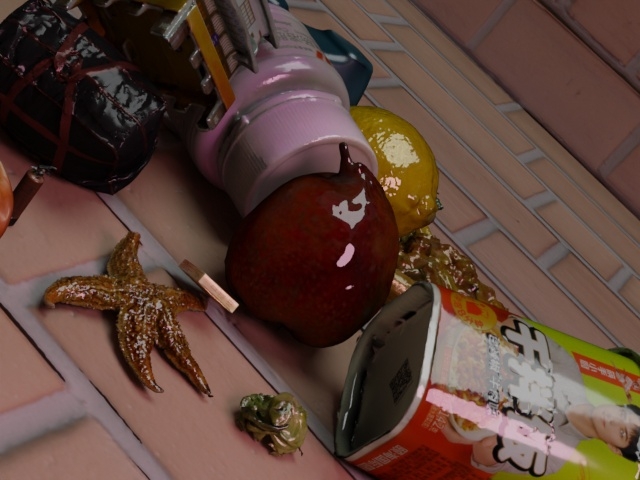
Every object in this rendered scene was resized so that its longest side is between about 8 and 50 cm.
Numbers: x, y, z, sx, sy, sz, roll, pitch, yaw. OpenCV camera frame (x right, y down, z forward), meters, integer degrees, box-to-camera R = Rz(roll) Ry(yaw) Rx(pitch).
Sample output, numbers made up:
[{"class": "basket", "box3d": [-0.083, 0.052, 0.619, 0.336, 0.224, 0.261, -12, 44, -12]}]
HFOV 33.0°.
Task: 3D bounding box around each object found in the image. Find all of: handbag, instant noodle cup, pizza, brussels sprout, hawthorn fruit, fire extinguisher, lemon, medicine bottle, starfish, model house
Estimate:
[{"class": "handbag", "box3d": [-0.289, -0.164, 1.258, 0.215, 0.169, 0.155, 37, 66, 0]}, {"class": "instant noodle cup", "box3d": [0.199, 0.208, 1.267, 0.307, 0.294, 0.294, 26, 26, -16]}, {"class": "pizza", "box3d": [0.208, 0.101, 1.707, 0.268, 0.087, 0.258, 43, 26, -1]}, {"class": "brussels sprout", "box3d": [-0.050, 0.191, 1.168, 0.085, 0.058, 0.085, 18, 29, -10]}, {"class": "hawthorn fruit", "box3d": [0.000, 0.000, 1.332, 0.208, 0.248, 0.208, 22, 16, -7]}, {"class": "fire extinguisher", "box3d": [-0.312, -0.051, 1.149, 0.028, 0.083, 0.022, 24, 27, -37]}, {"class": "lemon", "box3d": [0.079, -0.106, 1.721, 0.260, 0.204, 0.204, 38, 21, 19]}, {"class": "medicine bottle", "box3d": [-0.072, -0.164, 1.525, 0.241, 0.241, 0.302, 16, 34, -46]}, {"class": "starfish", "box3d": [-0.196, 0.074, 1.166, 0.240, 0.043, 0.227, 9, 38, -48]}, {"class": "model house", "box3d": [-0.175, -0.285, 1.349, 0.198, 0.215, 0.224, 21, -25, 27]}]

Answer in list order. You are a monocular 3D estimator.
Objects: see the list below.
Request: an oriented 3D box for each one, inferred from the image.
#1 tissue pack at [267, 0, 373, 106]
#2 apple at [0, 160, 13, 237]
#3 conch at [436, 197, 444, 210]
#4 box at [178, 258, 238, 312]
[{"class": "tissue pack", "box3d": [-0.076, -0.296, 1.827, 0.287, 0.206, 0.198, 32, 15, -25]}, {"class": "apple", "box3d": [-0.368, -0.040, 0.985, 0.163, 0.139, 0.163, 47, 17, -20]}, {"class": "conch", "box3d": [0.147, -0.106, 1.995, 0.201, 0.079, 0.095, 48, 4, 38]}, {"class": "box", "box3d": [-0.133, 0.053, 1.267, 0.058, 0.015, 0.093, 47, -10, -22]}]
